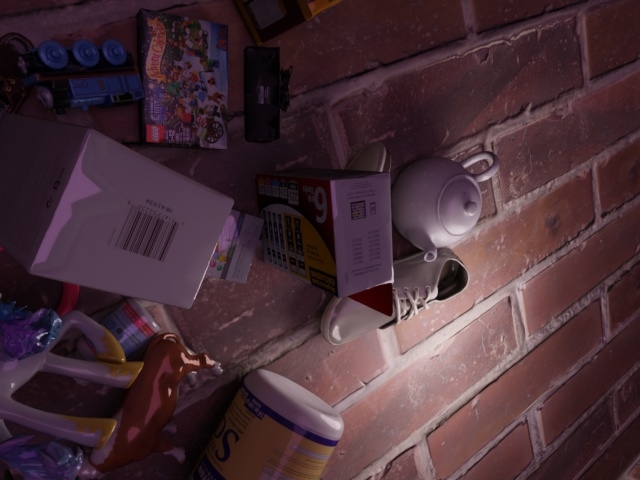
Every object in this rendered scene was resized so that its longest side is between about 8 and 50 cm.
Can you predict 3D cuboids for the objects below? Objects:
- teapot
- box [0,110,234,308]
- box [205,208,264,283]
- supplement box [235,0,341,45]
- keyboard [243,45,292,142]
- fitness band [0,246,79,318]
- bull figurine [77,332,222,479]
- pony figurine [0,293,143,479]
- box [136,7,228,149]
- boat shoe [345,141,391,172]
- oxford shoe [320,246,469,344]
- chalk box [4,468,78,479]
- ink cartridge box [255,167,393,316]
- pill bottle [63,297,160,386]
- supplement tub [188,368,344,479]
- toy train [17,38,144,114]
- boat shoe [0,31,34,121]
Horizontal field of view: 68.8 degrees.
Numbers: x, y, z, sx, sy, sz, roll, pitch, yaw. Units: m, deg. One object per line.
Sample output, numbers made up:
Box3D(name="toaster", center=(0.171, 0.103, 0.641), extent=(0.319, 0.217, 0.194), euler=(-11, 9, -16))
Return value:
Box3D(name="teapot", center=(0.317, -0.095, 1.177), extent=(0.252, 0.187, 0.256), euler=(-6, 101, -31))
Box3D(name="box", center=(-0.329, -0.052, 0.672), extent=(0.215, 0.345, 0.169), euler=(26, 84, -49))
Box3D(name="box", center=(-0.221, -0.002, 0.949), extent=(0.186, 0.038, 0.145), euler=(18, 90, -29))
Box3D(name="supplement box", center=(-0.067, -0.498, 0.858), extent=(0.129, 0.194, 0.191), euler=(-41, 117, -27))
Box3D(name="keyboard", center=(-0.110, -0.302, 0.979), extent=(0.100, 0.038, 0.192), euler=(0, 100, -8))
Box3D(name="fitness band", center=(-0.553, 0.100, 0.764), extent=(0.290, 0.054, 0.209), euler=(-20, 106, -28))
Box3D(name="bull figurine", center=(-0.322, 0.331, 0.889), extent=(0.188, 0.101, 0.311), euler=(34, 80, -50))
Box3D(name="pony figurine", center=(-0.477, 0.210, 0.653), extent=(0.363, 0.302, 0.351), euler=(37, 48, -17))
Box3D(name="box", center=(-0.256, -0.291, 0.876), extent=(0.159, 0.044, 0.233), euler=(-3, 100, -31))
Box3D(name="boat shoe", center=(0.094, -0.065, 1.092), extent=(0.096, 0.116, 0.325), euler=(19, 93, -37))
Box3D(name="oxford shoe", center=(0.201, 0.136, 1.173), extent=(0.448, 0.130, 0.169), euler=(-22, 124, -25))
Box3D(name="chalk box", center=(-0.473, 0.525, 0.812), extent=(0.179, 0.180, 0.289), euler=(-36, 114, -21))
Box3D(name="ink cartridge box", center=(0.000, 0.000, 0.927), extent=(0.129, 0.309, 0.272), euler=(-12, 104, -29))
Box3D(name="pill bottle", center=(-0.383, 0.186, 0.858), extent=(0.160, 0.087, 0.087), euler=(-42, 117, -19))
Box3D(name="supplement tub", center=(-0.125, 0.468, 0.976), extent=(0.241, 0.241, 0.332), euler=(35, 80, -31))
Box3D(name="toy train", center=(-0.385, -0.267, 0.764), extent=(0.184, 0.080, 0.105), euler=(-27, 112, -45))
Box3D(name="boat shoe", center=(-0.500, -0.227, 0.724), extent=(0.073, 0.073, 0.207), euler=(21, 86, -29))
